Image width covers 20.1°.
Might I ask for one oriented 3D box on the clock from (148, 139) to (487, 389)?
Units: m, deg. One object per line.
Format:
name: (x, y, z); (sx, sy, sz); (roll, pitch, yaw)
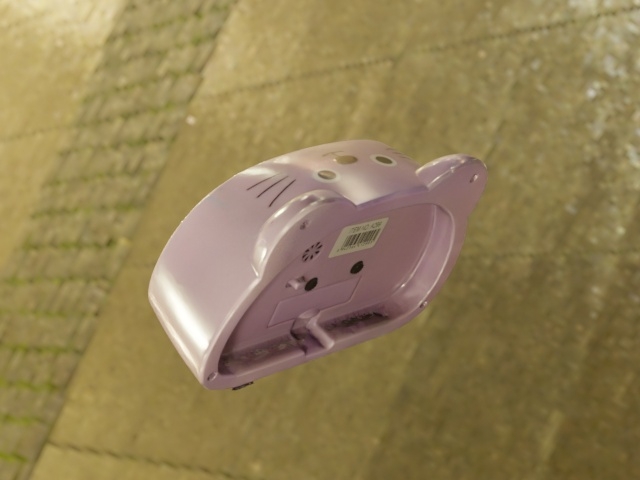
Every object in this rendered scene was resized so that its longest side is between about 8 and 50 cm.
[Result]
clock: (0.000, 0.000, 0.795); (0.050, 0.153, 0.110); (46, 130, 26)
